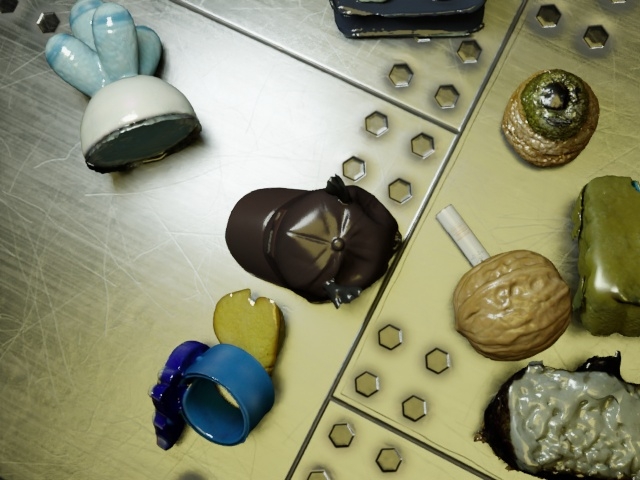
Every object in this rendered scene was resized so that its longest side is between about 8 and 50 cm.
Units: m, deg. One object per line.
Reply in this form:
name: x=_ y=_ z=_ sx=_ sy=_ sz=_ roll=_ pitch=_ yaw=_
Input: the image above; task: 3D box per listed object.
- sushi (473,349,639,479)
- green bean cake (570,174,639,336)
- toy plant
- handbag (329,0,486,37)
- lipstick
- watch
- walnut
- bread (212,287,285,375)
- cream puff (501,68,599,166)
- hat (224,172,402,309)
sushi: x=0.464 y=0.316 z=1.712 sx=0.348 sy=0.207 sz=0.234 roll=12 pitch=73 yaw=1
green bean cake: x=0.598 y=0.040 z=1.719 sx=0.310 sy=0.202 sz=0.285 roll=7 pitch=58 yaw=6
toy plant: x=-0.389 y=-0.318 z=1.849 sx=0.247 sy=0.247 sz=0.332 roll=-24 pitch=80 yaw=2
handbag: x=0.167 y=-0.565 z=1.876 sx=0.303 sy=0.122 sz=0.329 roll=0 pitch=82 yaw=6
lipstick: x=0.274 y=-0.002 z=1.840 sx=0.040 sy=0.040 sz=0.141 roll=-36 pitch=83 yaw=0
watch: x=-0.194 y=0.289 z=1.784 sx=0.200 sy=0.196 sz=0.171 roll=17 pitch=47 yaw=21
walnut: x=0.338 y=0.118 z=1.748 sx=0.213 sy=0.213 sz=0.213 roll=-1 pitch=84 yaw=5
bread: x=-0.135 y=0.182 z=1.849 sx=0.149 sy=0.065 sz=0.188 roll=14 pitch=103 yaw=24
cream puff: x=0.429 y=-0.234 z=1.788 sx=0.183 sy=0.169 sz=0.183 roll=0 pitch=83 yaw=4
hat: x=-0.025 y=-0.005 z=1.785 sx=0.336 sy=0.209 sz=0.238 roll=10 pitch=88 yaw=8
